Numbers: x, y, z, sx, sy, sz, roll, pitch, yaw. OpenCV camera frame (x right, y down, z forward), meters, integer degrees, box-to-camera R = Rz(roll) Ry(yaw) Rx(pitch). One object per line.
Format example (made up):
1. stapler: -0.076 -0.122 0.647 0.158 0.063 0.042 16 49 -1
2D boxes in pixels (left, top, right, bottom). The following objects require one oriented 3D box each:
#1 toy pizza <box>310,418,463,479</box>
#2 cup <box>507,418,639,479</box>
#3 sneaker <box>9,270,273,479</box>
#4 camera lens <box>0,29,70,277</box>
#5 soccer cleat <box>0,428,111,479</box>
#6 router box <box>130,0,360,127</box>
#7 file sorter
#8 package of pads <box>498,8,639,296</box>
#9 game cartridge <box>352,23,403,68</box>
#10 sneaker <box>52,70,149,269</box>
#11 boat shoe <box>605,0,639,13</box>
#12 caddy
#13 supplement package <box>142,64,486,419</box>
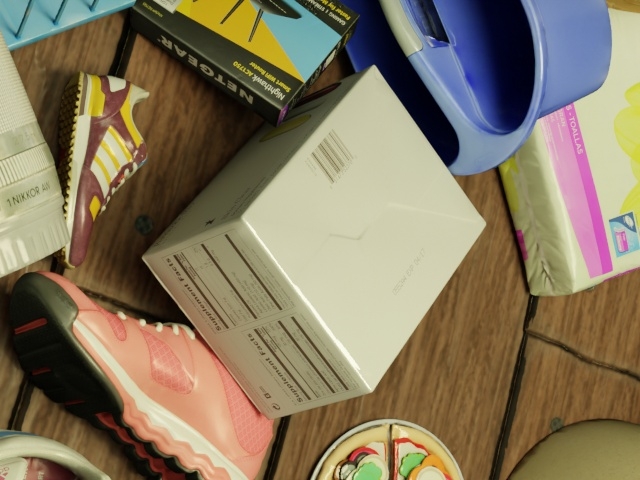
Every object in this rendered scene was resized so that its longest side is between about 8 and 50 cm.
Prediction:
1. toy pizza: 0.073 0.284 1.647 0.201 0.032 0.201 2 85 -30
2. cup: 0.371 0.355 1.697 0.331 0.237 0.331 3 84 -30
3. sneaker: -0.160 0.120 1.498 0.314 0.116 0.136 49 55 -25
4. camera lens: -0.347 -0.090 1.326 0.219 0.219 0.274 -25 99 -29
5. soccer cleat: -0.330 0.194 1.358 0.331 0.143 0.116 11 81 -29
6. router box: -0.073 -0.211 1.551 0.179 0.046 0.133 34 68 7
7. file sorter: -0.254 -0.257 1.442 0.170 0.104 0.118 -26 80 -28
8. package of pads: 0.305 -0.110 1.772 0.229 0.101 0.296 -18 96 -29
9. game cartridge: 0.074 -0.189 1.694 0.083 0.017 0.056 14 83 -28
10. sneaker: -0.201 -0.062 1.495 0.084 0.069 0.185 9 83 -24
11. boat shoe: 0.290 -0.296 1.728 0.096 0.277 0.098 -38 140 -61
12. caddy: 0.125 -0.234 1.580 0.179 0.241 0.341 -17 82 -43
13. supplement package: 0.000 0.000 1.522 0.204 0.145 0.262 54 45 -16
